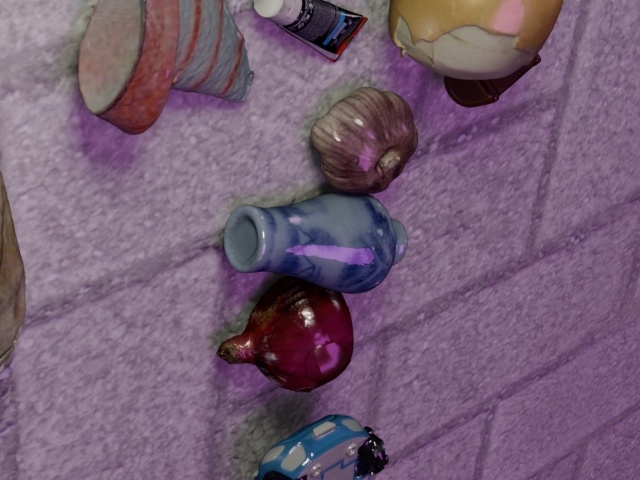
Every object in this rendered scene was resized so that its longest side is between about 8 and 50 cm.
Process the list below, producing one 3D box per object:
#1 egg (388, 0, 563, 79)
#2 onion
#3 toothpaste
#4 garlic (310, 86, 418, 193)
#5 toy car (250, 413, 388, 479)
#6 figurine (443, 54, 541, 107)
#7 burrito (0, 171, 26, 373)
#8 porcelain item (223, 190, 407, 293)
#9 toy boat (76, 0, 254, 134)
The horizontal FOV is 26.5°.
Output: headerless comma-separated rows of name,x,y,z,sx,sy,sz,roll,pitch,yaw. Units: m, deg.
egg,0.201,-0.310,1.692,0.201,0.201,0.244,21,102,-53
onion,-0.040,0.143,1.877,0.198,0.135,0.173,-25,134,-30
toothpaste,-0.011,-0.263,1.638,0.071,0.045,0.193,-53,152,15
garlic,0.065,-0.127,1.784,0.147,0.102,0.159,-58,142,0
toy car,-0.022,0.378,2.074,0.198,0.166,0.314,-27,138,-32
figurine,0.235,-0.242,1.894,0.154,0.082,0.098,-42,-177,-37
burrito,-0.374,0.017,1.403,0.175,0.107,0.348,-48,147,-46
porcelain item,0.000,0.000,1.806,0.259,0.141,0.141,2,119,-37
toy boat,-0.145,-0.212,1.510,0.282,0.096,0.206,2,105,-59
